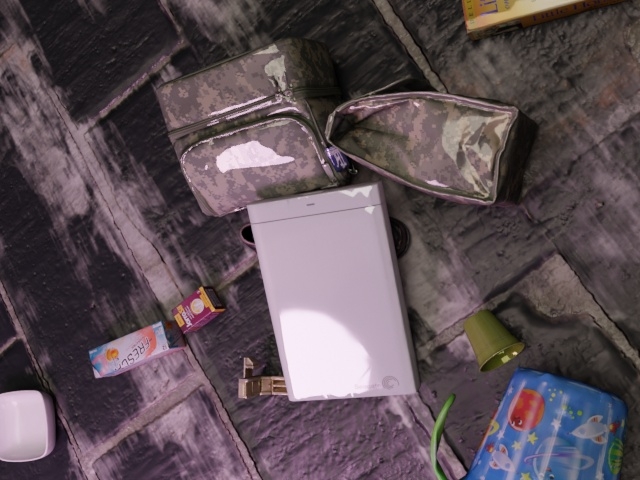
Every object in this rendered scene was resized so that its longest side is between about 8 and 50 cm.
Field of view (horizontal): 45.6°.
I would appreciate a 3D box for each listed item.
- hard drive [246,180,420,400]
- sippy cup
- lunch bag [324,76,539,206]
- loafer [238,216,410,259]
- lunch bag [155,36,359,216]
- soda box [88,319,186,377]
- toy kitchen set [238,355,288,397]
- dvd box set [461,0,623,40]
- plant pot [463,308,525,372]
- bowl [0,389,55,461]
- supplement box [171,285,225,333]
[{"bbox_3d":[0.022,0.092,1.276,0.232,0.047,0.353,-8,101,21],"label":"hard drive"},{"bbox_3d":[0.334,0.312,1.104,0.240,0.305,0.224,3,72,66],"label":"sippy cup"},{"bbox_3d":[0.172,-0.156,1.189,0.286,0.235,0.169,15,97,23],"label":"lunch bag"},{"bbox_3d":[0.000,0.000,1.325,0.302,0.095,0.109,1,85,23],"label":"loafer"},{"bbox_3d":[-0.102,-0.190,1.333,0.305,0.212,0.256,-14,97,22],"label":"lunch bag"},{"bbox_3d":[-0.355,0.210,1.476,0.183,0.063,0.058,-24,77,20],"label":"soda box"},{"bbox_3d":[-0.095,0.242,1.352,0.075,0.083,0.068,-2,86,23],"label":"toy kitchen set"},{"bbox_3d":[0.419,-0.519,1.208,0.420,0.062,0.308,-11,82,21],"label":"dvd box set"},{"bbox_3d":[0.269,0.155,1.216,0.083,0.083,0.079,-39,59,16],"label":"plant pot"},{"bbox_3d":[-0.603,0.380,1.573,0.141,0.053,0.142,-9,81,22],"label":"bowl"},{"bbox_3d":[-0.231,0.130,1.441,0.083,0.043,0.055,-38,74,16],"label":"supplement box"}]
